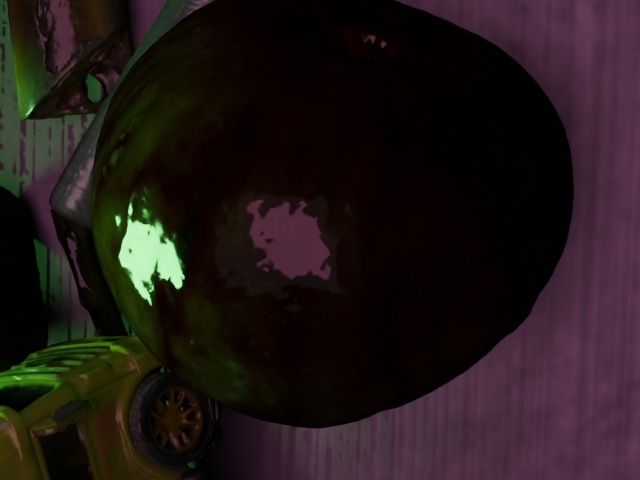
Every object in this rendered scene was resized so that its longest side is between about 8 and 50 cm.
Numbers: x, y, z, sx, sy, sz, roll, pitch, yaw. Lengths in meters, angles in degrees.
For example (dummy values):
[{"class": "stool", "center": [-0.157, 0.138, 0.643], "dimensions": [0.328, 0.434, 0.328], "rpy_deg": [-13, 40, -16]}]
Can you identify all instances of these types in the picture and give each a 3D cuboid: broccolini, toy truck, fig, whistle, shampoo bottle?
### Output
[{"class": "broccolini", "center": [-0.097, 0.098, 0.849], "dimensions": [0.071, 0.057, 0.254], "rpy_deg": [-25, 92, -20]}, {"class": "toy truck", "center": [-0.121, 0.195, 0.767], "dimensions": [0.124, 0.157, 0.272], "rpy_deg": [-8, 99, 45]}, {"class": "fig", "center": [0.005, -0.013, 0.732], "dimensions": [0.235, 0.235, 0.214], "rpy_deg": [6, 99, 12]}, {"class": "whistle", "center": [-0.149, -0.228, 0.830], "dimensions": [0.068, 0.057, 0.326], "rpy_deg": [-7, 95, -11]}, {"class": "shampoo bottle", "center": [-0.080, -0.092, 0.826], "dimensions": [0.041, 0.069, 0.190], "rpy_deg": [32, 96, 30]}]

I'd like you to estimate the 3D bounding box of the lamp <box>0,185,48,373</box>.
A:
[{"class": "lamp", "center": [-0.306, 0.012, 0.876], "dimensions": [0.283, 0.124, 0.203], "rpy_deg": [-16, 71, 16]}]
